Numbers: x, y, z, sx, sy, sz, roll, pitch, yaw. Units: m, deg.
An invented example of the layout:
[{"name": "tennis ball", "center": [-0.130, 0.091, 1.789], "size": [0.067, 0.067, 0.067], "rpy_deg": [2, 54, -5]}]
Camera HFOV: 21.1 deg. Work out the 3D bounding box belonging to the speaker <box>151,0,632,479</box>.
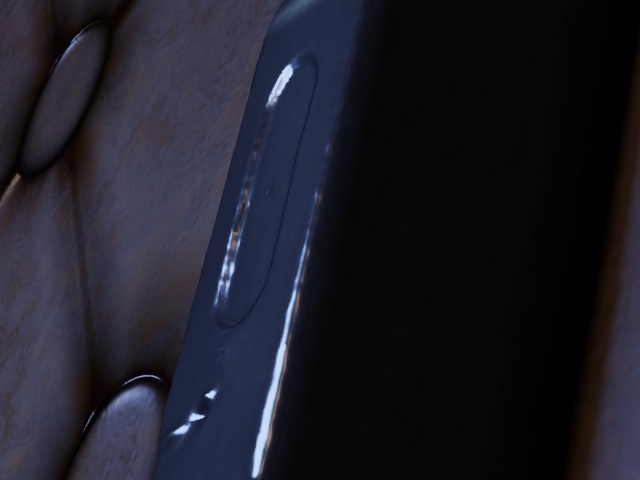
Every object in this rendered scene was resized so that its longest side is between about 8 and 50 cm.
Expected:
[{"name": "speaker", "center": [0.000, 0.000, 0.763], "size": [0.180, 0.184, 0.388], "rpy_deg": [-25, 45, 52]}]
